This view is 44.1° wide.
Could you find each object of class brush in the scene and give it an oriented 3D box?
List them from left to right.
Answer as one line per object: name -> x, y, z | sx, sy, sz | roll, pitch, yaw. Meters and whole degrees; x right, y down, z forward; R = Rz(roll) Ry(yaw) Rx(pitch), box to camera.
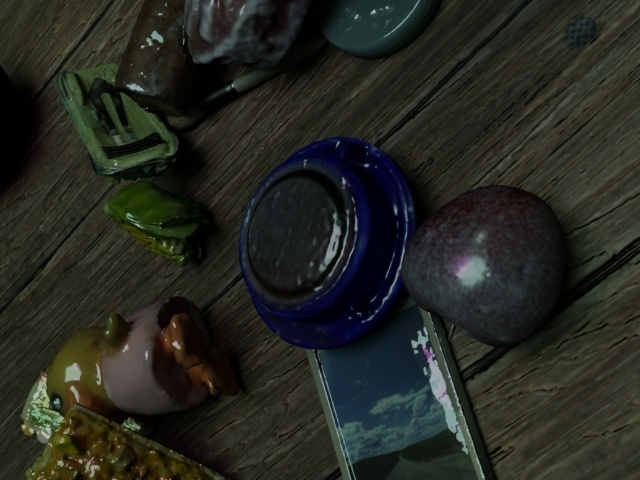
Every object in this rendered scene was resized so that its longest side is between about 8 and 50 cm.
brush -> -0.112, -0.233, 1.148 | 0.299, 0.039, 0.042 | -23, 66, 30

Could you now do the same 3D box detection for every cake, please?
cake -> -0.355, 0.272, 1.190 | 0.225, 0.090, 0.109 | 17, 85, 36

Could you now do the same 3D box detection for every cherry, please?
cherry -> 0.172, 0.024, 0.815 | 0.176, 0.140, 0.176 | -23, 53, 35

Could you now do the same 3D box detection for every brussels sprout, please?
brussels sprout -> -0.239, -0.034, 1.139 | 0.181, 0.139, 0.100 | 36, 95, 40

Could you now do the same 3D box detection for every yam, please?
yam -> -0.208, -0.324, 1.165 | 0.131, 0.131, 0.279 | 11, 78, 38

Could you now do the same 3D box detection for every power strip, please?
power strip -> 0.051, -0.319, 1.040 | 0.216, 0.044, 0.137 | 44, 107, 34

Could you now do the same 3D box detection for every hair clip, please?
hair clip -> -0.315, -0.172, 1.230 | 0.321, 0.138, 0.091 | -126, 28, -43

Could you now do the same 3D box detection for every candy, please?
candy -> -0.082, -0.363, 1.035 | 0.214, 0.157, 0.289 | 45, 122, 50

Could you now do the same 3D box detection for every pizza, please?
pizza -> -0.268, 0.370, 1.041 | 0.257, 0.268, 0.087 | -57, 12, 25

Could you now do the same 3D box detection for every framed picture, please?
framed picture -> 0.086, 0.201, 0.918 | 0.189, 0.023, 0.259 | -31, 64, 31

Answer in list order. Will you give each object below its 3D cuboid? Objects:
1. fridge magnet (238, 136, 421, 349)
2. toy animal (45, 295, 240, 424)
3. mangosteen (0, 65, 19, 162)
fridge magnet -> 0.000, 0.000, 0.965 | 0.266, 0.113, 0.265 | -12, 71, 38
toy animal -> -0.266, 0.175, 1.084 | 0.281, 0.195, 0.169 | -25, 34, 15
mangosteen -> -0.701, -0.228, 1.427 | 0.297, 0.293, 0.297 | -60, 15, 28
